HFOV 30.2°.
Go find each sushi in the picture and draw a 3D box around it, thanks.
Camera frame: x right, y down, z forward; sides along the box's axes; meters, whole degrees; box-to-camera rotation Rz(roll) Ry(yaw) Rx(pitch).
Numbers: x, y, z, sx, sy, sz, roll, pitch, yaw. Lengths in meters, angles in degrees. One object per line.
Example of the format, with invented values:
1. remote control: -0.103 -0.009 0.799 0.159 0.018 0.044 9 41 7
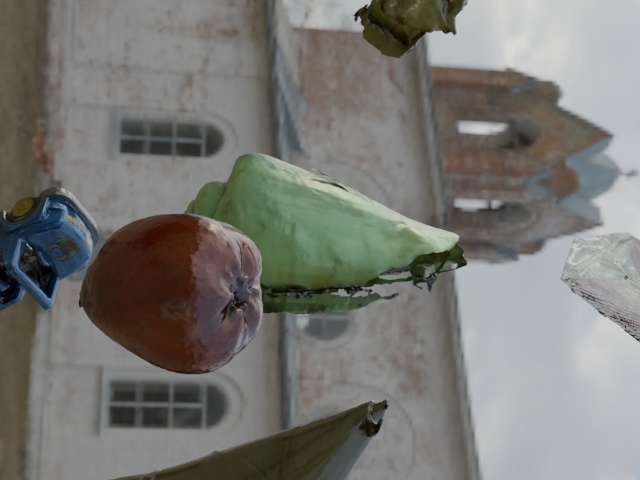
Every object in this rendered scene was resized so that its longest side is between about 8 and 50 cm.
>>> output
1. sushi: 0.182 -0.402 1.802 0.291 0.139 0.131 -51 -172 5

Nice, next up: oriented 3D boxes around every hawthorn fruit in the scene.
1. hawthorn fruit: -0.077 0.025 0.582 0.081 0.093 0.081 0 90 -65

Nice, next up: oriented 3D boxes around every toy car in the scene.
1. toy car: -0.342 0.028 1.316 0.097 0.191 0.100 58 10 -44

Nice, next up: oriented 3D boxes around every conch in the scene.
1. conch: -0.011 0.010 1.038 0.137 0.250 0.143 -68 164 -6

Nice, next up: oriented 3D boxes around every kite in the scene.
1. kite: 0.350 0.112 0.978 0.204 0.360 0.022 -21 147 -56

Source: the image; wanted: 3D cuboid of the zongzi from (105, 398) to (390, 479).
1. zongzi: -0.063 0.385 1.053 0.181 0.418 0.447 -82 150 -75
